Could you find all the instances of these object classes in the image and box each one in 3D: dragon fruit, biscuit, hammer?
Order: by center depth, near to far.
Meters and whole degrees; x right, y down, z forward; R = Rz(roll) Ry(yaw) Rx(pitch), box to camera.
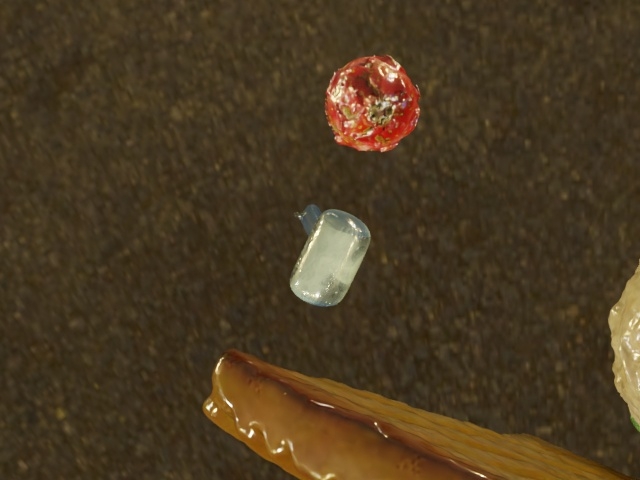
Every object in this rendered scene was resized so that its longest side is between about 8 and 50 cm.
[{"bbox_3d":[0.067,0.083,0.464,0.228,0.176,0.031,22,90,-11],"label":"biscuit"},{"bbox_3d":[0.000,0.000,1.805,0.069,0.116,0.194,20,15,-18],"label":"hammer"},{"bbox_3d":[0.095,-0.199,2.225,0.153,0.153,0.111,-32,22,-10],"label":"dragon fruit"}]

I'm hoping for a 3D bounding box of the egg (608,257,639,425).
[{"bbox_3d":[0.375,0.071,1.144,0.310,0.279,0.279,-15,57,2],"label":"egg"}]

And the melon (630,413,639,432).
[{"bbox_3d":[0.438,0.137,1.773,0.064,0.118,0.209,26,66,35],"label":"melon"}]
